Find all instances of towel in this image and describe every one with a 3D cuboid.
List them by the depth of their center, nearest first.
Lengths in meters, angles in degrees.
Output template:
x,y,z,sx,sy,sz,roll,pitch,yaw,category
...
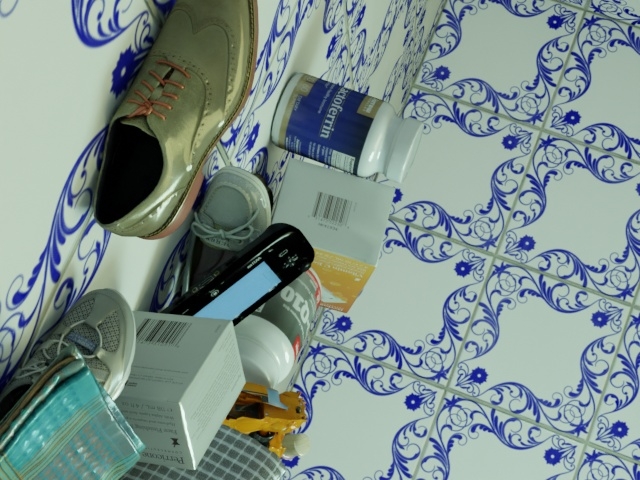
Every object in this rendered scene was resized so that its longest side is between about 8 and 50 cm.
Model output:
x,y,z,sx,sy,sz,roll,pitch,yaw,category
-0.339,0.312,1.135,0.370,0.040,0.271,-52,156,-22,towel
-0.223,0.345,1.486,0.235,0.283,0.121,-50,155,-43,towel

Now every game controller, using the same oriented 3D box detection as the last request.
x,y,z,sx,sy,sz,roll,pitch,yaw,category
-0.150,0.092,1.658,0.319,0.067,0.166,-38,164,-2,game controller

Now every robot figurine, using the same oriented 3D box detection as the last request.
x,y,z,sx,sy,sz,roll,pitch,yaw,category
-0.183,0.294,1.759,0.085,0.291,0.211,-96,-154,-43,robot figurine

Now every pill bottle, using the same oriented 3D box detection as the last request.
x,y,z,sx,sy,sz,roll,pitch,yaw,category
-0.108,0.160,1.911,0.283,0.161,0.161,-66,172,-51,pill bottle
0.053,-0.209,2.030,0.153,0.264,0.153,20,90,-82,pill bottle

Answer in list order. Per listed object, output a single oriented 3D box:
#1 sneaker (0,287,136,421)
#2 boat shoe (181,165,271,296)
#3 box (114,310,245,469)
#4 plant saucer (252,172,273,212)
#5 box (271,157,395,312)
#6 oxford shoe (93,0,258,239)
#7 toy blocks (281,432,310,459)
x,y,z,sx,sy,sz,roll,pitch,yaw,category
-0.298,0.170,1.218,0.115,0.105,0.281,95,18,-62,sneaker
-0.163,0.024,1.727,0.103,0.118,0.320,-66,179,-52,boat shoe
-0.222,0.196,1.437,0.182,0.181,0.119,-60,147,-52,box
-0.152,0.008,2.020,0.278,0.041,0.278,21,90,-82,plant saucer
0.000,0.000,2.141,0.345,0.215,0.168,112,-6,-70,box
-0.167,-0.160,1.236,0.130,0.123,0.348,-8,117,-75,oxford shoe
-0.210,0.446,1.990,0.260,0.309,0.289,-15,-131,45,toy blocks
